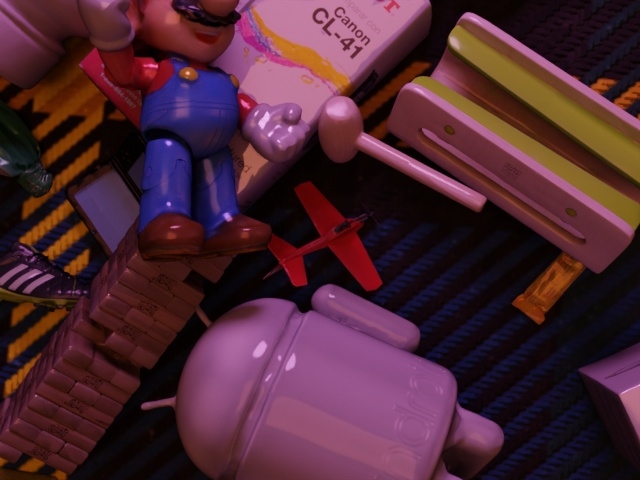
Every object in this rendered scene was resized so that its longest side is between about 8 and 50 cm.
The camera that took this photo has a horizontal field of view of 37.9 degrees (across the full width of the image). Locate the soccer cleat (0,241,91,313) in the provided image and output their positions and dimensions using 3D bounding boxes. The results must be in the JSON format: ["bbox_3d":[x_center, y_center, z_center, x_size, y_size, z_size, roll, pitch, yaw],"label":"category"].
[{"bbox_3d":[-0.319,0.041,1.056,0.179,0.060,0.072,7,78,4],"label":"soccer cleat"}]

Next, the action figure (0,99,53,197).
[{"bbox_3d":[-0.392,-0.133,1.041,0.232,0.137,0.063,43,116,-6],"label":"action figure"}]

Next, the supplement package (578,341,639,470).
[{"bbox_3d":[0.349,0.168,0.953,0.105,0.179,0.105,-24,89,2],"label":"supplement package"}]

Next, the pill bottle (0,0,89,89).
[{"bbox_3d":[-0.247,-0.344,0.976,0.204,0.204,0.361,44,92,2],"label":"pill bottle"}]

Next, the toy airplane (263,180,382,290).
[{"bbox_3d":[0.000,0.000,1.024,0.151,0.028,0.151,5,65,-10],"label":"toy airplane"}]

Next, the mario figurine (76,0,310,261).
[{"bbox_3d":[-0.109,-0.146,0.845,0.170,0.198,0.320,-8,88,6],"label":"mario figurine"}]

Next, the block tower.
[{"bbox_3d":[-0.218,0.098,0.997,0.097,0.091,0.335,35,102,-22],"label":"block tower"}]

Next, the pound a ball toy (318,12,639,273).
[{"bbox_3d":[0.174,-0.080,0.970,0.319,0.136,0.208,35,67,8],"label":"pound a ball toy"}]

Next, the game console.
[{"bbox_3d":[-0.212,-0.042,1.039,0.071,0.107,0.122,-34,88,-38],"label":"game console"}]

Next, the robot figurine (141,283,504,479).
[{"bbox_3d":[0.003,0.184,0.964,0.353,0.200,0.300,22,55,3],"label":"robot figurine"}]

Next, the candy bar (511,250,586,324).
[{"bbox_3d":[0.280,0.022,1.038,0.040,0.018,0.161,40,92,-1],"label":"candy bar"}]

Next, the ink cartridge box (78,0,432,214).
[{"bbox_3d":[-0.065,-0.207,1.004,0.306,0.131,0.226,-45,87,4],"label":"ink cartridge box"}]

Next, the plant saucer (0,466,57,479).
[{"bbox_3d":[-0.408,0.352,1.065,0.188,0.045,0.188,9,91,3],"label":"plant saucer"}]
